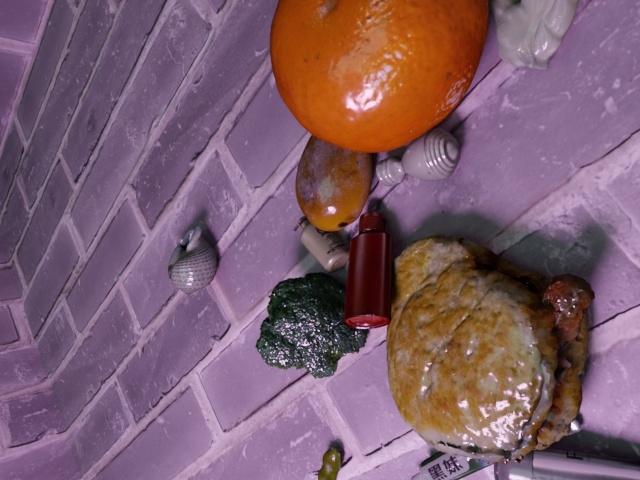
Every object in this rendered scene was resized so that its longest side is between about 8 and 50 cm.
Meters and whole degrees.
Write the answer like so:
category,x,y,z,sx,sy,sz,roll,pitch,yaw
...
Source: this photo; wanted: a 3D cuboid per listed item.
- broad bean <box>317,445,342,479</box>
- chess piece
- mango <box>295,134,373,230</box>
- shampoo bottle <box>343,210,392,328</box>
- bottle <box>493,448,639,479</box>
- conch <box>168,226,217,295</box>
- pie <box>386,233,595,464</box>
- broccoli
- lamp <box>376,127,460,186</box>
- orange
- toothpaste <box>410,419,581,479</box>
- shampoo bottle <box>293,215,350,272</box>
category,x,y,z,sx,sy,sz,roll,pitch,yaw
broad bean,0.010,0.638,1.263,0.052,0.053,0.257,15,108,-1
chess piece,0.386,-0.449,0.812,0.176,0.175,0.298,47,133,27
mango,0.035,-0.179,1.119,0.192,0.146,0.317,-1,79,38
shampoo bottle,0.106,0.057,1.041,0.102,0.064,0.261,-13,52,27
bottle,0.440,0.412,0.847,0.253,0.096,0.080,-4,69,26
conch,-0.380,0.068,1.486,0.200,0.131,0.172,-63,25,-7
pie,0.278,0.197,0.930,0.417,0.180,0.396,17,94,49
broccoli,-0.037,0.219,1.169,0.269,0.269,0.254,-43,62,33
lamp,0.201,-0.164,1.005,0.192,0.106,0.106,-15,84,47
orange,0.109,-0.376,0.915,0.423,0.326,0.425,-9,74,37
toothpaste,0.325,0.420,0.975,0.392,0.061,0.099,-46,71,30
shampoo bottle,0.000,0.000,1.196,0.162,0.079,0.079,49,122,26
